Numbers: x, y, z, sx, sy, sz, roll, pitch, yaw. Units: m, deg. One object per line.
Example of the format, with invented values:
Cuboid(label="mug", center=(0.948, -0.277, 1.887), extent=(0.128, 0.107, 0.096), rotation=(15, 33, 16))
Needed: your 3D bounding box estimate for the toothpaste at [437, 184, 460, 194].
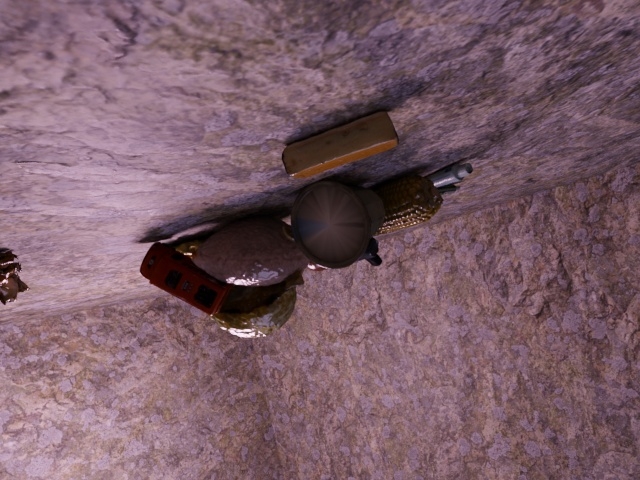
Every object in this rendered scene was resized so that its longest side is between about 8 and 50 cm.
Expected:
Cuboid(label="toothpaste", center=(0.410, -0.173, 1.541), extent=(0.204, 0.032, 0.049), rotation=(-10, 172, -26))

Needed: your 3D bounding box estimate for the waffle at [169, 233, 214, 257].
Cuboid(label="waffle", center=(-0.396, 0.038, 1.418), extent=(0.307, 0.060, 0.312), rotation=(-17, 174, 4))

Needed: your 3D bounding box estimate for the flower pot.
Cuboid(label="flower pot", center=(0.067, -0.051, 1.105), extent=(0.212, 0.212, 0.202), rotation=(-19, 180, 34))

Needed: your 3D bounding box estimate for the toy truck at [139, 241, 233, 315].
Cuboid(label="toy truck", center=(-0.374, 0.103, 1.202), extent=(0.252, 0.108, 0.114), rotation=(29, -177, -3))

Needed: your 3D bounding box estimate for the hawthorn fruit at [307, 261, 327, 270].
Cuboid(label="hawthorn fruit", center=(0.000, 0.000, 1.532), extent=(0.199, 0.200, 0.251), rotation=(-15, -168, 1))

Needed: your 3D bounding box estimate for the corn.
Cuboid(label="corn", center=(0.179, -0.088, 1.288), extent=(0.143, 0.144, 0.387), rotation=(-9, 176, -41))

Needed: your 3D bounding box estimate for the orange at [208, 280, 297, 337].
Cuboid(label="orange", center=(-0.222, 0.183, 1.380), extent=(0.270, 0.211, 0.368), rotation=(-27, -146, -28))

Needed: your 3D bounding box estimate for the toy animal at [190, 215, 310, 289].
Cuboid(label="toy animal", center=(-0.169, 0.031, 1.209), extent=(0.358, 0.188, 0.226), rotation=(-10, -164, -30))

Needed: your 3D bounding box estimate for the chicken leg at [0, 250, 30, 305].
Cuboid(label="chicken leg", center=(-0.706, 0.083, 0.975), extent=(0.207, 0.101, 0.085), rotation=(-32, -166, 41))

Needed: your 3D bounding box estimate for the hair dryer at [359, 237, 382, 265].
Cuboid(label="hair dryer", center=(0.111, 0.042, 1.351), extent=(0.235, 0.091, 0.271), rotation=(7, 163, 39))

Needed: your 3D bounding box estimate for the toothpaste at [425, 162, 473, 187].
Cuboid(label="toothpaste", center=(0.322, -0.171, 1.308), extent=(0.074, 0.048, 0.296), rotation=(-14, 178, -33))

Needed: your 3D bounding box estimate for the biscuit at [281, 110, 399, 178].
Cuboid(label="biscuit", center=(0.029, -0.152, 0.708), extent=(0.187, 0.056, 0.052), rotation=(-15, 172, 17))
